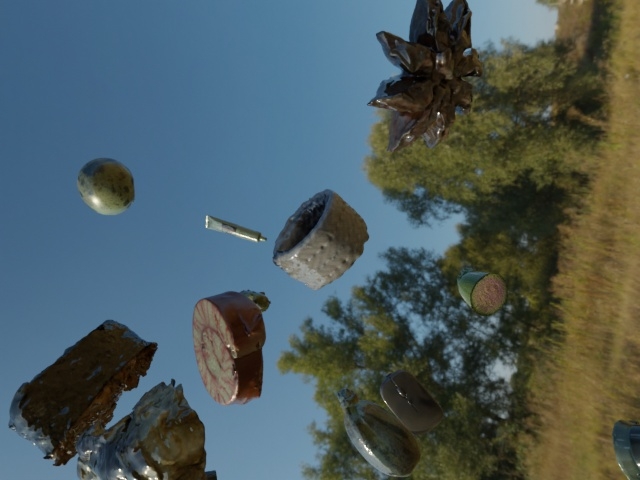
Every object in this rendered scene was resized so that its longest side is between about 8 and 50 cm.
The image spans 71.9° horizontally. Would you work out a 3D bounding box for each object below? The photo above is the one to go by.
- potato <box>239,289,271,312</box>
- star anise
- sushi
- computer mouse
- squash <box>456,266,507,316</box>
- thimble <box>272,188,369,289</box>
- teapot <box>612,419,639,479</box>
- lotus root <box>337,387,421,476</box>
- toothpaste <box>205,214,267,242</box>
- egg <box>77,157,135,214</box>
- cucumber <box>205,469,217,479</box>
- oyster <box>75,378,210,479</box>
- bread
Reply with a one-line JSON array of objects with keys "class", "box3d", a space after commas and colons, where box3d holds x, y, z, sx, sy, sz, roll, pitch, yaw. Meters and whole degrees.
[{"class": "potato", "box3d": [-0.254, 0.230, 1.644, 0.117, 0.225, 0.090, 17, -105, -26]}, {"class": "star anise", "box3d": [0.222, -0.326, 0.885, 0.331, 0.117, 0.332, -17, -60, -33]}, {"class": "sushi", "box3d": [-0.586, 0.374, 1.121, 0.348, 0.207, 0.234, -52, -5, -42]}, {"class": "computer mouse", "box3d": [0.274, 0.485, 1.307, 0.120, 0.057, 0.232, -39, -75, 0]}, {"class": "squash", "box3d": [0.360, 0.107, 1.051, 0.105, 0.132, 0.105, -5, -74, -18]}, {"class": "thimble", "box3d": [0.000, 0.000, 1.181, 0.157, 0.217, 0.245, 40, -82, -24]}, {"class": "teapot", "box3d": [0.768, 0.466, 0.936, 0.171, 0.225, 0.203, 39, -126, -17]}, {"class": "lotus root", "box3d": [0.168, 0.597, 1.370, 0.158, 0.322, 0.140, -45, 2, 29]}, {"class": "toothpaste", "box3d": [-0.298, -0.036, 1.551, 0.038, 0.233, 0.060, -66, -9, -47]}, {"class": "egg", "box3d": [-0.570, -0.139, 1.186, 0.182, 0.141, 0.141, 106, -170, -59]}, {"class": "cucumber", "box3d": [-0.511, 0.871, 1.561, 0.293, 0.067, 0.068, 4, -83, -26]}, {"class": "oyster", "box3d": [-0.299, 0.330, 0.720, 0.133, 0.337, 0.198, 17, -116, -43]}, {"class": "bread", "box3d": [-0.274, 0.313, 1.301, 0.114, 0.295, 0.328, -10, -71, -38]}]
